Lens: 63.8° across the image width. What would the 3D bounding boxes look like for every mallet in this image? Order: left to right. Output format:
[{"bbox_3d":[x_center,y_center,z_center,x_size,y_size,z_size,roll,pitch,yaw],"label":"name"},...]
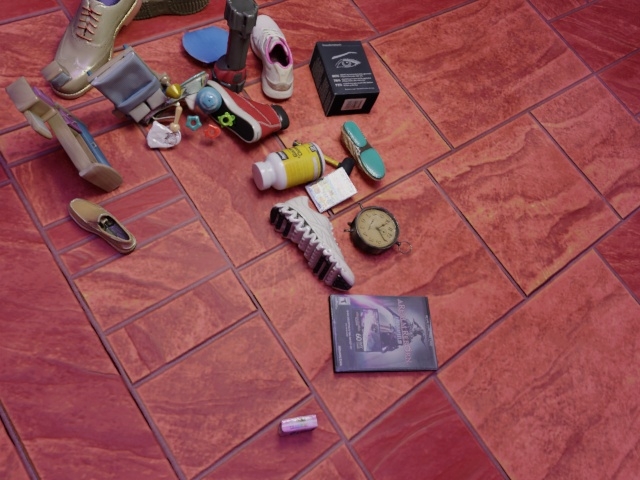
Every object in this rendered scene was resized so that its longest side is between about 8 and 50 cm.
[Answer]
[{"bbox_3d":[0.012,-0.249,1.490,0.189,0.039,0.062,33,63,5],"label":"mallet"}]

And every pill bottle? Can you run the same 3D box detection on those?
[{"bbox_3d":[-0.087,-0.197,1.396,0.184,0.103,0.103,-20,73,-24],"label":"pill bottle"}]

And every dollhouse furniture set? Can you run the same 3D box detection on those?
[{"bbox_3d":[-0.477,-0.308,1.204,0.303,0.286,0.198,-37,79,-2],"label":"dollhouse furniture set"}]

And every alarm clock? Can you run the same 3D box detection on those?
[{"bbox_3d":[0.164,-0.016,1.408,0.192,0.064,0.129,29,61,1],"label":"alarm clock"}]

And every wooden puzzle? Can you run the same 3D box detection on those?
[{"bbox_3d":[-0.002,-0.150,1.454,0.083,0.006,0.049,-36,80,-27],"label":"wooden puzzle"}]

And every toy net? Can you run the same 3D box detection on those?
[{"bbox_3d":[-0.353,-0.307,1.379,0.232,0.045,0.122,-33,114,-1],"label":"toy net"}]

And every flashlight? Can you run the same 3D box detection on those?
[{"bbox_3d":[-0.234,-0.531,1.394,0.103,0.304,0.103,19,61,-6],"label":"flashlight"}]

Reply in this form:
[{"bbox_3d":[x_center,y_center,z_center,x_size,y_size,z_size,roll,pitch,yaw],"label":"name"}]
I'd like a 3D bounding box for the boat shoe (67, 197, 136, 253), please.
[{"bbox_3d":[-0.518,-0.047,1.220,0.190,0.072,0.068,33,62,1],"label":"boat shoe"}]

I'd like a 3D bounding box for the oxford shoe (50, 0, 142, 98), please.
[{"bbox_3d":[-0.612,-0.567,1.362,0.140,0.146,0.397,22,79,-7],"label":"oxford shoe"}]

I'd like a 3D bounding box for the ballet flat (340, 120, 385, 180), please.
[{"bbox_3d":[0.122,-0.254,1.504,0.073,0.067,0.206,-23,77,-20],"label":"ballet flat"}]

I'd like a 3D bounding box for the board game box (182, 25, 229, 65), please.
[{"bbox_3d":[-0.330,-0.579,1.544,0.168,0.033,0.133,-31,72,-31],"label":"board game box"}]

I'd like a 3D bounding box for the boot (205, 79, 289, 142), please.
[{"bbox_3d":[-0.210,-0.382,1.469,0.244,0.088,0.176,42,45,16],"label":"boot"}]

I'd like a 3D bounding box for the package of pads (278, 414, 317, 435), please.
[{"bbox_3d":[-0.051,0.415,1.155,0.083,0.050,0.032,-4,62,-17],"label":"package of pads"}]

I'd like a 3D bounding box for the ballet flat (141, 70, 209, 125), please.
[{"bbox_3d":[-0.391,-0.378,1.401,0.221,0.077,0.079,-29,98,-8],"label":"ballet flat"}]

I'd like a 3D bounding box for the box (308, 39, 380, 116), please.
[{"bbox_3d":[0.070,-0.499,1.578,0.153,0.108,0.207,-8,68,-19],"label":"box"}]

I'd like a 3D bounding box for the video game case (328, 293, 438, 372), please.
[{"bbox_3d":[0.160,0.236,1.314,0.274,0.026,0.196,2,66,-14],"label":"video game case"}]

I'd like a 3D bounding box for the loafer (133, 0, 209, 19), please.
[{"bbox_3d":[-0.462,-0.736,1.537,0.268,0.102,0.092,-18,78,-22],"label":"loafer"}]

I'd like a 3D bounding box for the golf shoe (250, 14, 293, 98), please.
[{"bbox_3d":[-0.135,-0.576,1.538,0.115,0.140,0.306,-9,68,-18],"label":"golf shoe"}]

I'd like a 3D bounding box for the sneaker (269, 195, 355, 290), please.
[{"bbox_3d":[0.000,0.000,1.337,0.118,0.110,0.292,-33,79,-35],"label":"sneaker"}]

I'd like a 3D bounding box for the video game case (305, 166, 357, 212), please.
[{"bbox_3d":[0.030,-0.141,1.435,0.122,0.011,0.087,-29,82,-9],"label":"video game case"}]
